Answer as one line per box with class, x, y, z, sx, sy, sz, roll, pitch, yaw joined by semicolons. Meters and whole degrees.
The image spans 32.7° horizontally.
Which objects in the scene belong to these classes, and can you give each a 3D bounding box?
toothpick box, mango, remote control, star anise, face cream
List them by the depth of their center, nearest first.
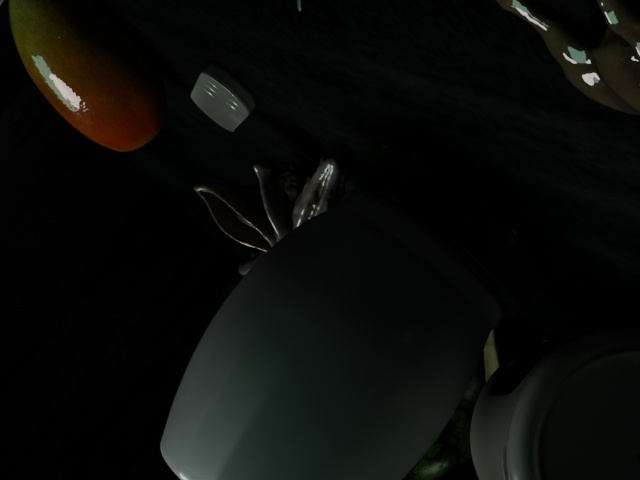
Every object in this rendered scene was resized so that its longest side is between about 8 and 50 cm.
toothpick box;0.254;0.202;1.019;0.229;0.229;0.316;39;173;4
face cream;0.026;0.108;1.031;0.219;0.357;0.312;36;172;24
star anise;-0.009;-0.017;1.273;0.257;0.111;0.198;-18;111;38
remote control;-0.123;-0.177;1.372;0.077;0.022;0.245;42;172;-8
mango;-0.315;-0.235;1.469;0.289;0.146;0.129;44;-177;-34

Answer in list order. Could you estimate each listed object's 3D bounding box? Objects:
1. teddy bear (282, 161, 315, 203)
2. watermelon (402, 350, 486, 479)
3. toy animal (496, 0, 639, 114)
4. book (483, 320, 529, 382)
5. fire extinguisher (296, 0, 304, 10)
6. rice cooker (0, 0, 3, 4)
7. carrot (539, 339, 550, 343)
teddy bear;0.000;0.000;1.435;0.177;0.140;0.190;34;180;19
watermelon;0.114;0.175;1.396;0.269;0.269;0.269;38;173;6
toy animal;0.167;-0.065;0.409;0.186;0.094;0.214;47;178;-22
book;0.247;0.245;1.294;0.201;0.026;0.290;42;-142;-48
fire extinguisher;-0.054;-0.206;0.763;0.177;0.050;0.062;31;131;43
rice cooker;-0.495;-0.359;1.443;0.127;0.206;0.145;54;-177;38
carrot;0.310;0.214;1.320;0.102;0.102;0.263;33;172;40
